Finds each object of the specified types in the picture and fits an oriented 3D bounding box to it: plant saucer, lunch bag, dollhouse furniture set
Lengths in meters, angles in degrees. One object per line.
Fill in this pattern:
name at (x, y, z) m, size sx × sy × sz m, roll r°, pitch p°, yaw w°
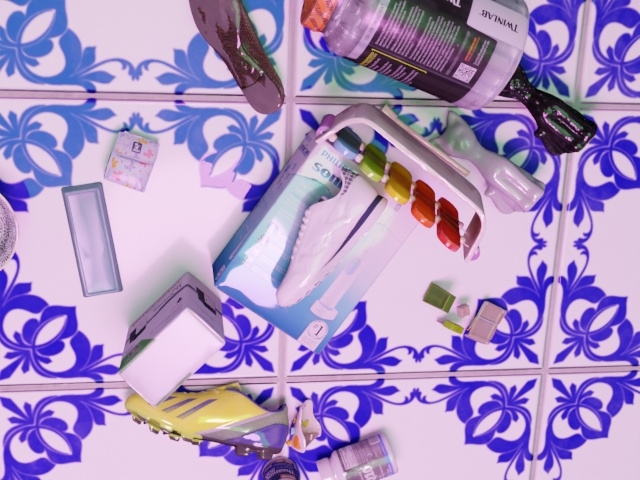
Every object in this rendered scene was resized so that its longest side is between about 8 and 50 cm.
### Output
plant saucer at (-0.375, 0.002, 1.476) m, size 0.067 × 0.018 × 0.192 m, roll -9°, pitch 106°, yaw -7°
lunch bag at (-0.302, -0.127, 1.434) m, size 0.071 × 0.053 × 0.083 m, roll 20°, pitch 92°, yaw -16°
dollhouse furniture set at (0.257, 0.129, 1.619) m, size 0.152 × 0.059 × 0.076 m, roll 25°, pitch 93°, yaw -35°

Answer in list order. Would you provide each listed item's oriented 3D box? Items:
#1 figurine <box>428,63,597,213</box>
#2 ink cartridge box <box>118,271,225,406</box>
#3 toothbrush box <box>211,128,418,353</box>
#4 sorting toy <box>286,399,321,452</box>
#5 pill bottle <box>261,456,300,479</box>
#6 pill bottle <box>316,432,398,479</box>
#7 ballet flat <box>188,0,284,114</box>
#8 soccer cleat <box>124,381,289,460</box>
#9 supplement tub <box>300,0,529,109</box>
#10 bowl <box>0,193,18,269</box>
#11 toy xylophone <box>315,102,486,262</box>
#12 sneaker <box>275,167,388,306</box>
figurine at (0.317, -0.180, 1.516) m, size 0.209 × 0.092 × 0.215 m, roll 39°, pitch 97°, yaw -10°
ink cartridge box at (-0.237, 0.152, 1.444) m, size 0.153 × 0.208 × 0.087 m, roll -44°, pitch 105°, yaw 3°
toothbrush box at (-0.009, 0.000, 1.481) m, size 0.216 × 0.126 × 0.295 m, roll 34°, pitch 98°, yaw -16°
sorting toy at (-0.030, 0.326, 1.606) m, size 0.045 × 0.083 × 0.075 m, roll 9°, pitch 101°, yaw 18°
pill bottle at (-0.066, 0.443, 1.601) m, size 0.067 × 0.120 × 0.067 m, roll -3°, pitch 106°, yaw -10°
pill bottle at (0.066, 0.410, 1.637) m, size 0.137 × 0.078 × 0.078 m, roll -20°, pitch 108°, yaw -3°
ballet flat at (-0.128, -0.314, 1.415) m, size 0.084 × 0.058 × 0.249 m, roll -26°, pitch 104°, yaw 21°
soccer cleat at (-0.194, 0.300, 1.571) m, size 0.289 × 0.093 × 0.121 m, roll 16°, pitch 72°, yaw -9°
supplement tub at (0.141, -0.340, 1.376) m, size 0.316 × 0.193 × 0.193 m, roll 20°, pitch 102°, yaw -15°
bowl at (-0.555, -0.025, 1.404) m, size 0.170 × 0.080 × 0.170 m, roll -2°, pitch 106°, yaw -8°
toy xylophone at (0.144, -0.108, 1.408) m, size 0.323 × 0.236 × 0.081 m, roll 41°, pitch 109°, yaw 1°
sneaker at (0.000, 0.000, 1.384) m, size 0.095 × 0.090 × 0.235 m, roll 40°, pitch 93°, yaw -1°
